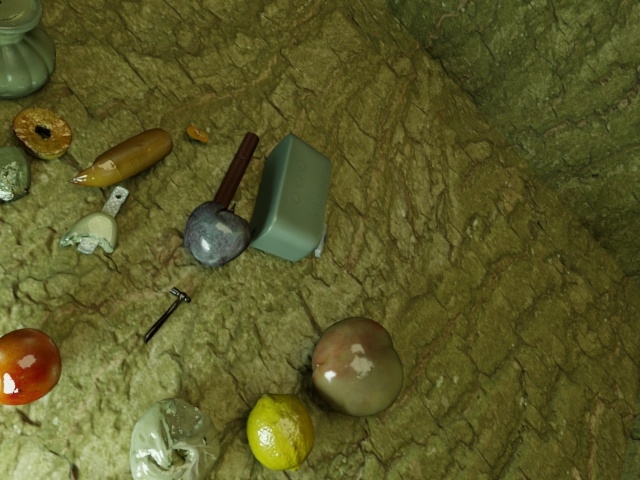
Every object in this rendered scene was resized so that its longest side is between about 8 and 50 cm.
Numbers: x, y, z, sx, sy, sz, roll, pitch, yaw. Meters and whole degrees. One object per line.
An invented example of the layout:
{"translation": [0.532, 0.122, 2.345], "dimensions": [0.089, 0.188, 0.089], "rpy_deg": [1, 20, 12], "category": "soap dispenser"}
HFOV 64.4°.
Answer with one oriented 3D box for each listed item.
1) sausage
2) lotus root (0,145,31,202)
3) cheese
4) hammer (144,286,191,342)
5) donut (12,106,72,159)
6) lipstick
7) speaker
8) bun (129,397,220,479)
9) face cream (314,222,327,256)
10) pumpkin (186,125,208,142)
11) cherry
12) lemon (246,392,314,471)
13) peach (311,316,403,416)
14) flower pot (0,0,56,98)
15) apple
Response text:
{"translation": [-0.571, -0.227, 1.464], "dimensions": [0.112, 0.112, 0.328], "rpy_deg": [49, 51, -1], "category": "sausage"}
{"translation": [-0.814, -0.173, 1.310], "dimensions": [0.143, 0.070, 0.144], "rpy_deg": [-30, 84, -38], "category": "lotus root"}
{"translation": [-0.598, -0.058, 1.398], "dimensions": [0.127, 0.050, 0.234], "rpy_deg": [26, 53, -15], "category": "cheese"}
{"translation": [-0.428, 0.206, 1.387], "dimensions": [0.065, 0.021, 0.178], "rpy_deg": [40, 54, -8], "category": "hammer"}
{"translation": [-0.770, -0.292, 1.409], "dimensions": [0.152, 0.058, 0.151], "rpy_deg": [14, 60, -26], "category": "donut"}
{"translation": [-0.282, -0.220, 1.677], "dimensions": [0.057, 0.057, 0.356], "rpy_deg": [29, 55, -16], "category": "lipstick"}
{"translation": [-0.093, -0.138, 1.677], "dimensions": [0.184, 0.183, 0.405], "rpy_deg": [26, 54, -25], "category": "speaker"}
{"translation": [-0.345, 0.496, 1.221], "dimensions": [0.210, 0.116, 0.237], "rpy_deg": [-3, 68, -34], "category": "bun"}
{"translation": [0.000, 0.000, 1.751], "dimensions": [0.034, 0.034, 0.130], "rpy_deg": [23, 55, -20], "category": "face cream"}
{"translation": [-0.411, -0.344, 1.679], "dimensions": [0.083, 0.028, 0.050], "rpy_deg": [21, 54, -32], "category": "pumpkin"}
{"translation": [-0.306, -0.017, 1.482], "dimensions": [0.195, 0.195, 0.195], "rpy_deg": [14, 59, -25], "category": "cherry"}
{"translation": [-0.102, 0.501, 1.335], "dimensions": [0.193, 0.180, 0.181], "rpy_deg": [39, 48, 19], "category": "lemon"}
{"translation": [0.105, 0.366, 1.485], "dimensions": [0.292, 0.248, 0.292], "rpy_deg": [25, 57, -46], "category": "peach"}
{"translation": [-0.874, -0.567, 1.371], "dimensions": [0.308, 0.244, 0.307], "rpy_deg": [15, 58, -26], "category": "flower pot"}
{"translation": [-0.657, 0.279, 1.115], "dimensions": [0.139, 0.163, 0.163], "rpy_deg": [-18, 76, -49], "category": "apple"}
